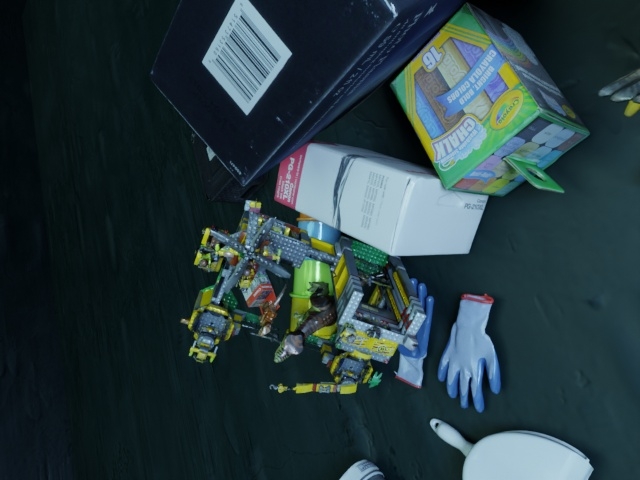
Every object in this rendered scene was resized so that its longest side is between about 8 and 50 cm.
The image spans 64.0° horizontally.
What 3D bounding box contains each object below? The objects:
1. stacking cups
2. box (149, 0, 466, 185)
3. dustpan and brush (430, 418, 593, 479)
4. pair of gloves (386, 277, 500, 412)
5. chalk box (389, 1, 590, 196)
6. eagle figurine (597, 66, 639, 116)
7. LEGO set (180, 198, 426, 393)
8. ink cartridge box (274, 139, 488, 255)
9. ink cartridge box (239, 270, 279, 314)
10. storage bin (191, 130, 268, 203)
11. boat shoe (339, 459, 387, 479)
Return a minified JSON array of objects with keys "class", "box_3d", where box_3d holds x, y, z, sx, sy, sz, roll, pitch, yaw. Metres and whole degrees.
[{"class":"stacking cups","box_3d":[0.000,0.000,0.848,0.096,0.096,0.317,5,92,48]},{"class":"box","box_3d":[0.012,-0.255,0.578,0.183,0.294,0.296,49,141,-5]},{"class":"dustpan and brush","box_3d":[0.207,0.277,0.631,0.211,0.060,0.147,26,84,47]},{"class":"pair of gloves","box_3d":[0.164,0.139,0.711,0.198,0.023,0.160,10,98,52]},{"class":"chalk box","box_3d":[0.203,-0.136,0.596,0.132,0.132,0.213,-41,59,39]},{"class":"eagle figurine","box_3d":[0.297,-0.185,0.370,0.226,0.298,0.225,21,104,46]},{"class":"LEGO set","box_3d":[-0.024,0.107,0.674,0.255,0.331,0.192,-57,16,19]},{"class":"ink cartridge box","box_3d":[0.078,-0.064,0.702,0.237,0.171,0.100,28,110,45]},{"class":"ink cartridge box","box_3d":[-0.127,0.101,1.028,0.063,0.029,0.115,-48,55,35]},{"class":"storage bin","box_3d":[-0.193,-0.179,1.070,0.122,0.084,0.180,-37,63,41]},{"class":"boat shoe","box_3d":[0.039,0.488,0.786,0.102,0.108,0.302,37,109,43]}]
